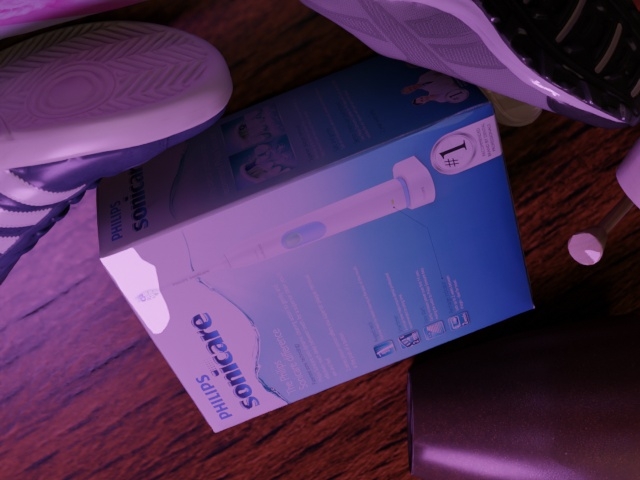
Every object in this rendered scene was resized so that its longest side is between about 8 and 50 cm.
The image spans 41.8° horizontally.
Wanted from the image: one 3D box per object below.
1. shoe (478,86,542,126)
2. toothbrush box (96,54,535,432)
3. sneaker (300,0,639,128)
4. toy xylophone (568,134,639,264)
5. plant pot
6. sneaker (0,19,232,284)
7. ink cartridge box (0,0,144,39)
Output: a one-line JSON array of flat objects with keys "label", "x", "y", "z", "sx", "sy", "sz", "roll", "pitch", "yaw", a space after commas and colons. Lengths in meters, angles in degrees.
[{"label": "shoe", "x": 0.132, "y": -0.168, "z": 0.635, "sx": 0.077, "sy": 0.058, "sz": 0.219, "roll": -25, "pitch": 128, "yaw": 4}, {"label": "toothbrush box", "x": 0.000, "y": 0.000, "z": 0.680, "sx": 0.296, "sy": 0.126, "sz": 0.216, "roll": -23, "pitch": 129, "yaw": 1}, {"label": "sneaker", "x": 0.097, "y": -0.154, "z": 0.561, "sx": 0.272, "sy": 0.100, "sz": 0.108, "roll": 30, "pitch": 158, "yaw": 7}, {"label": "toy xylophone", "x": 0.319, "y": -0.086, "z": 0.655, "sx": 0.323, "sy": 0.081, "sz": 0.236, "roll": -33, "pitch": 155, "yaw": -38}, {"label": "plant pot", "x": 0.204, "y": 0.181, "z": 0.838, "sx": 0.230, "sy": 0.215, "sz": 0.215, "roll": 0, "pitch": 127, "yaw": 2}, {"label": "sneaker", "x": -0.221, "y": -0.041, "z": 0.601, "sx": 0.350, "sy": 0.131, "sz": 0.148, "roll": -16, "pitch": 135, "yaw": 3}, {"label": "ink cartridge box", "x": -0.145, "y": -0.177, "z": 0.404, "sx": 0.330, "sy": 0.324, "sz": 0.071, "roll": -16, "pitch": 92, "yaw": -3}]
